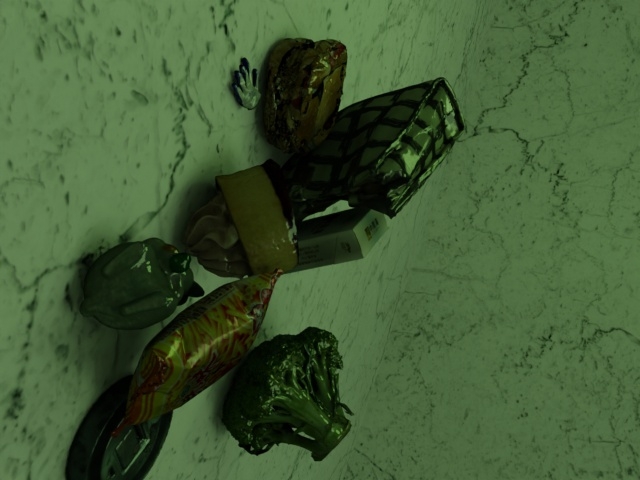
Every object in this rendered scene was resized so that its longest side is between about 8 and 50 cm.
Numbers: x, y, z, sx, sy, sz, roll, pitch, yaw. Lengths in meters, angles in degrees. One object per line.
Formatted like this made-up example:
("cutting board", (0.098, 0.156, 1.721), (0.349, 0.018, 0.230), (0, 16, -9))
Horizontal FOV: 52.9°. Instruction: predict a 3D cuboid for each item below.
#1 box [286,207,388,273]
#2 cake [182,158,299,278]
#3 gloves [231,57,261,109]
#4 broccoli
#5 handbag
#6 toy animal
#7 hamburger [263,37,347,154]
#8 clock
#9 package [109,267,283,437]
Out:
("box", (0.000, 0.000, 1.318), (0.155, 0.242, 0.067), (-46, 119, -54))
("cake", (-0.140, -0.024, 1.062), (0.185, 0.178, 0.208), (114, -35, -74))
("gloves", (-0.124, -0.262, 1.073), (0.064, 0.026, 0.086), (-66, 156, -21))
("broccoli", (-0.053, 0.336, 1.421), (0.321, 0.283, 0.304), (-38, 156, -29))
("handbag", (0.087, -0.167, 1.305), (0.327, 0.325, 0.163), (-49, 118, -39))
("toy animal", (-0.241, 0.059, 0.931), (0.251, 0.127, 0.125), (26, 70, -85))
("hamburger", (-0.028, -0.274, 1.212), (0.231, 0.106, 0.231), (17, 90, -76))
("clock", (-0.315, 0.318, 1.026), (0.215, 0.042, 0.215), (18, 90, -72))
("package", (-0.187, 0.162, 0.967), (0.288, 0.108, 0.223), (-30, 159, -45))
